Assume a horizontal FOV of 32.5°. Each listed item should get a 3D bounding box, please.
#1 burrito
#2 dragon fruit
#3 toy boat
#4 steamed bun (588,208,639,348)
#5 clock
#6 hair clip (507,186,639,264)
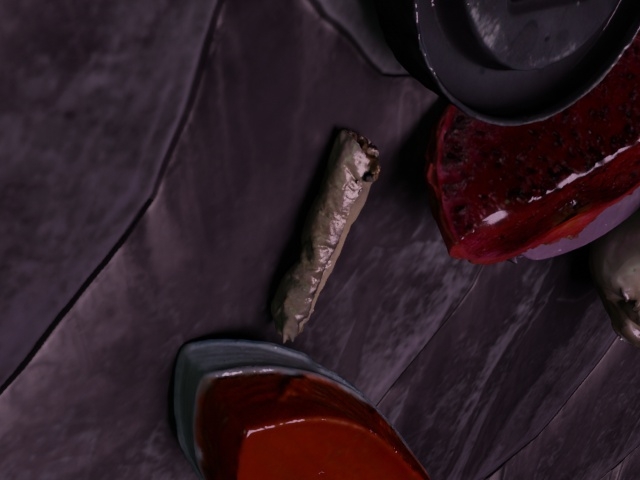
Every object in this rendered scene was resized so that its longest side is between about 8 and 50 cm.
[{"bbox_3d":[0.000,0.000,0.865,0.045,0.041,0.185,-82,-166,-69],"label":"burrito"},{"bbox_3d":[0.193,-0.073,0.963,0.262,0.134,0.211,-28,154,-7],"label":"dragon fruit"},{"bbox_3d":[-0.017,0.180,0.949,0.145,0.133,0.332,-45,136,-1],"label":"toy boat"},{"bbox_3d":[0.445,0.004,1.239,0.268,0.207,0.280,35,118,-24],"label":"steamed bun"},{"bbox_3d":[0.152,-0.221,0.779,0.280,0.055,0.280,-21,126,-32],"label":"clock"},{"bbox_3d":[0.319,-0.093,1.120,0.358,0.095,0.110,-44,168,-6],"label":"hair clip"}]
